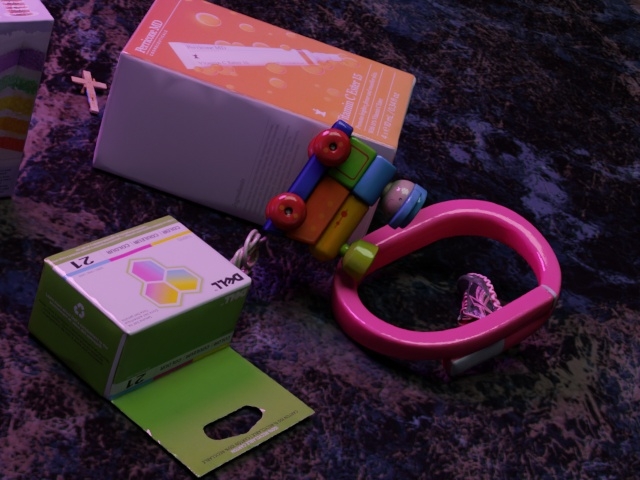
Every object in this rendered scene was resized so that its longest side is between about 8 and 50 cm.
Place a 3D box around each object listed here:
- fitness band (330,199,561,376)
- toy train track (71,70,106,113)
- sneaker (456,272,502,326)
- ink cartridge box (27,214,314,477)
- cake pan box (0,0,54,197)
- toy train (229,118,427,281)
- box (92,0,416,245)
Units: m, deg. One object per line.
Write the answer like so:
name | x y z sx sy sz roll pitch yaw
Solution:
fitness band | 0.149 0.049 1.797 0.291 0.054 0.209 -24 52 -30
toy train track | -0.300 -0.190 1.998 0.048 0.014 0.083 11 38 -28
sneaker | 0.184 0.083 1.835 0.057 0.047 0.119 -8 39 -20
ink cartridge box | -0.140 0.100 1.571 0.255 0.097 0.189 36 35 25
cake pan box | -0.435 -0.147 1.639 0.267 0.245 0.070 -7 41 -37
toy train | 0.000 0.000 1.739 0.143 0.248 0.105 35 -3 -4
box | -0.078 -0.150 1.915 0.345 0.168 0.215 19 32 -2
